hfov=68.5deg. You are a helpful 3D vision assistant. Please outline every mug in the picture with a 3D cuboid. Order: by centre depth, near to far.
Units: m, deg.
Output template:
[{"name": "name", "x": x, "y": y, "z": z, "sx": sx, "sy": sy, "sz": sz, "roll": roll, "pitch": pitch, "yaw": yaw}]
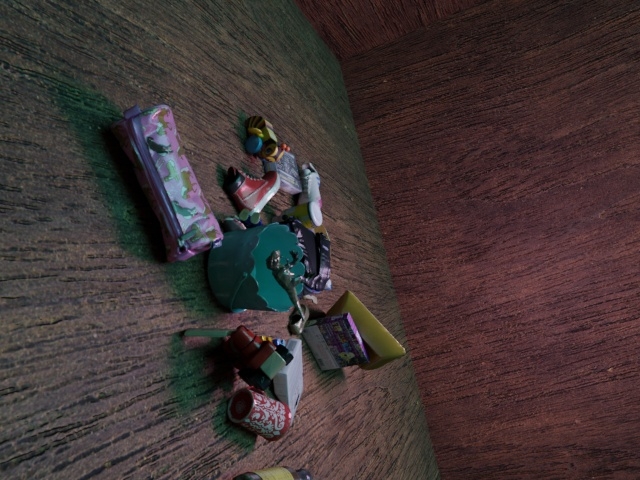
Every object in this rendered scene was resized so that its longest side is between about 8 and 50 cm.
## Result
[{"name": "mug", "x": -0.187, "y": 0.482, "z": 1.329, "sx": 0.113, "sy": 0.150, "sz": 0.169, "roll": -59, "pitch": 136, "yaw": -14}]

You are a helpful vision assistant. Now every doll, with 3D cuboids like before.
[{"name": "doll", "x": -0.234, "y": -0.058, "z": 1.572, "sx": 0.189, "sy": 0.129, "sz": 0.046, "roll": 104, "pitch": 3, "yaw": -75}]

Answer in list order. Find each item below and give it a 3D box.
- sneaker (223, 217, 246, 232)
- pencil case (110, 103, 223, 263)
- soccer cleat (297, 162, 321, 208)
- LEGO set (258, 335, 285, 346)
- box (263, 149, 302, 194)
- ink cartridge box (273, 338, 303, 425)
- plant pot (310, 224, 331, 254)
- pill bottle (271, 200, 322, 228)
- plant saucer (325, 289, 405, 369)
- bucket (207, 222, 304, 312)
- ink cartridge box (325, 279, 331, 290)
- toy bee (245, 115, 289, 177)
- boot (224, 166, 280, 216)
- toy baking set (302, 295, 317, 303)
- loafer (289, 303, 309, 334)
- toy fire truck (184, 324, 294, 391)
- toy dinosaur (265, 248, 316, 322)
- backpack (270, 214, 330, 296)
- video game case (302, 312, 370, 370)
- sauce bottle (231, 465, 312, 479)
[{"name": "sneaker", "x": -0.268, "y": -0.003, "z": 1.519, "sx": 0.158, "sy": 0.061, "sz": 0.065, "roll": 60, "pitch": 31, "yaw": -31}, {"name": "pencil case", "x": -0.383, "y": -0.142, "z": 1.183, "sx": 0.160, "sy": 0.167, "sz": 0.386, "roll": -27, "pitch": 102, "yaw": -37}, {"name": "soccer cleat", "x": -0.063, "y": -0.238, "z": 2.154, "sx": 0.331, "sy": 0.116, "sz": 0.143, "roll": -92, "pitch": 165, "yaw": -54}, {"name": "LEGO set", "x": -0.172, "y": 0.353, "z": 1.451, "sx": 0.227, "sy": 0.087, "sz": 0.093, "roll": 33, "pitch": 44, "yaw": -59}, {"name": "box", "x": -0.166, "y": -0.311, "z": 2.024, "sx": 0.231, "sy": 0.056, "sz": 0.183, "roll": 17, "pitch": 60, "yaw": -66}, {"name": "ink cartridge box", "x": -0.105, "y": 0.476, "z": 1.591, "sx": 0.181, "sy": 0.056, "sz": 0.224, "roll": -64, "pitch": 157, "yaw": -61}, {"name": "plant pot", "x": 0.000, "y": 0.000, "z": 2.258, "sx": 0.236, "sy": 0.032, "sz": 0.236, "roll": -16, "pitch": 90, "yaw": -71}, {"name": "pill bottle", "x": -0.094, "y": -0.083, "z": 1.849, "sx": 0.103, "sy": 0.184, "sz": 0.103, "roll": -16, "pitch": 90, "yaw": -70}, {"name": "plant saucer", "x": 0.152, "y": 0.397, "z": 1.934, "sx": 0.081, "sy": 0.333, "sz": 0.333, "roll": -38, "pitch": 80, "yaw": -27}, {"name": "bucket", "x": -0.190, "y": 0.086, "z": 1.408, "sx": 0.281, "sy": 0.183, "sz": 0.281, "roll": 18, "pitch": 69, "yaw": -60}, {"name": "ink cartridge box", "x": 0.019, "y": 0.188, "z": 2.166, "sx": 0.083, "sy": 0.028, "sz": 0.048, "roll": 53, "pitch": 28, "yaw": -43}, {"name": "toy bee", "x": -0.195, "y": -0.363, "z": 1.829, "sx": 0.195, "sy": 0.162, "sz": 0.298, "roll": -16, "pitch": 88, "yaw": -67}, {"name": "boot", "x": -0.242, "y": -0.218, "z": 1.665, "sx": 0.176, "sy": 0.088, "sz": 0.244, "roll": 59, "pitch": 40, "yaw": -29}, {"name": "toy baking set", "x": -0.062, "y": 0.161, "z": 1.970, "sx": 0.197, "sy": 0.030, "sz": 0.256, "roll": -32, "pitch": 105, "yaw": -69}, {"name": "loafer", "x": -0.081, "y": 0.291, "z": 1.782, "sx": 0.148, "sy": 0.056, "sz": 0.050, "roll": -79, "pitch": 152, "yaw": -52}, {"name": "toy fire truck", "x": -0.228, "y": 0.283, "z": 1.261, "sx": 0.158, "sy": 0.217, "sz": 0.246, "roll": -44, "pitch": 96, "yaw": -23}, {"name": "toy dinosaur", "x": -0.079, "y": 0.104, "z": 1.353, "sx": 0.118, "sy": 0.064, "sz": 0.268, "roll": -53, "pitch": 133, "yaw": -33}, {"name": "backpack", "x": -0.094, "y": 0.076, "z": 1.696, "sx": 0.276, "sy": 0.213, "sz": 0.263, "roll": 27, "pitch": 42, "yaw": -56}, {"name": "video game case", "x": 0.056, "y": 0.399, "z": 1.834, "sx": 0.232, "sy": 0.210, "sz": 0.042, "roll": 64, "pitch": 24, "yaw": -23}, {"name": "sauce bottle", "x": -0.123, "y": 0.683, "z": 1.290, "sx": 0.344, "sy": 0.111, "sz": 0.111, "roll": 41, "pitch": 38, "yaw": -58}]
